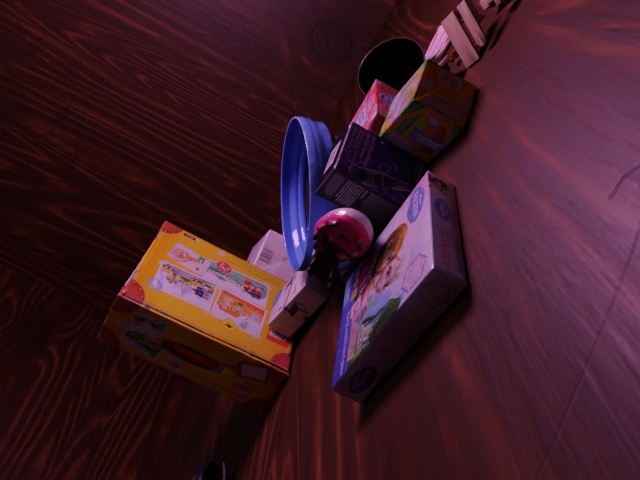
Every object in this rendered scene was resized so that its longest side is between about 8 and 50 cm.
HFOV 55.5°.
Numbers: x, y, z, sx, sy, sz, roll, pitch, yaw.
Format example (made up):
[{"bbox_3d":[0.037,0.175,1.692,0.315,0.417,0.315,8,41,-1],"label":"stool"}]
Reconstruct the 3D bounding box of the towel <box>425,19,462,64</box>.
[{"bbox_3d":[0.345,-0.579,1.793,0.144,0.029,0.197,-61,11,9],"label":"towel"}]

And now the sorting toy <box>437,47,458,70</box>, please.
[{"bbox_3d":[0.279,-0.380,1.499,0.274,0.046,0.132,-45,-4,-2],"label":"sorting toy"}]

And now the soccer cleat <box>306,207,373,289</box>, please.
[{"bbox_3d":[0.052,-0.011,1.287,0.143,0.116,0.331,-51,-5,-24],"label":"soccer cleat"}]

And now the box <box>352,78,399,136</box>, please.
[{"bbox_3d":[0.172,-0.296,1.625,0.154,0.142,0.300,-59,11,30],"label":"box"}]

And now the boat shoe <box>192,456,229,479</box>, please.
[{"bbox_3d":[-0.323,0.716,1.571,0.340,0.127,0.158,-89,20,-68],"label":"boat shoe"}]

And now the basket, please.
[{"bbox_3d":[0.221,-0.510,1.823,0.204,0.154,0.227,-32,6,17],"label":"basket"}]

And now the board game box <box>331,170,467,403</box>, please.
[{"bbox_3d":[0.136,0.077,1.104,0.318,0.066,0.319,-56,12,32],"label":"board game box"}]

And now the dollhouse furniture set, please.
[{"bbox_3d":[0.394,-0.503,1.384,0.151,0.123,0.144,-30,1,-18],"label":"dollhouse furniture set"}]

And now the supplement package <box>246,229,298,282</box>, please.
[{"bbox_3d":[-0.176,0.105,2.221,0.177,0.175,0.293,-68,11,-20],"label":"supplement package"}]

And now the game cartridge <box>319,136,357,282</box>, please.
[{"bbox_3d":[0.034,-0.071,1.561,0.230,0.068,0.355,161,108,-80],"label":"game cartridge"}]

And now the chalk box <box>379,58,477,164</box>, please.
[{"bbox_3d":[0.223,-0.267,1.350,0.213,0.132,0.132,-46,20,60],"label":"chalk box"}]

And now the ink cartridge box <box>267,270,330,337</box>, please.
[{"bbox_3d":[-0.056,0.161,1.721,0.191,0.082,0.140,-50,16,30],"label":"ink cartridge box"}]

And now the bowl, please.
[{"bbox_3d":[-0.033,-0.116,1.554,0.391,0.077,0.391,179,90,-77],"label":"bowl"}]

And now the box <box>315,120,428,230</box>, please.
[{"bbox_3d":[0.114,-0.136,1.341,0.108,0.207,0.153,-48,20,53],"label":"box"}]

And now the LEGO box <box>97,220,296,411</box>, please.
[{"bbox_3d":[-0.320,0.213,1.780,0.193,0.500,0.372,-56,12,31],"label":"LEGO box"}]
